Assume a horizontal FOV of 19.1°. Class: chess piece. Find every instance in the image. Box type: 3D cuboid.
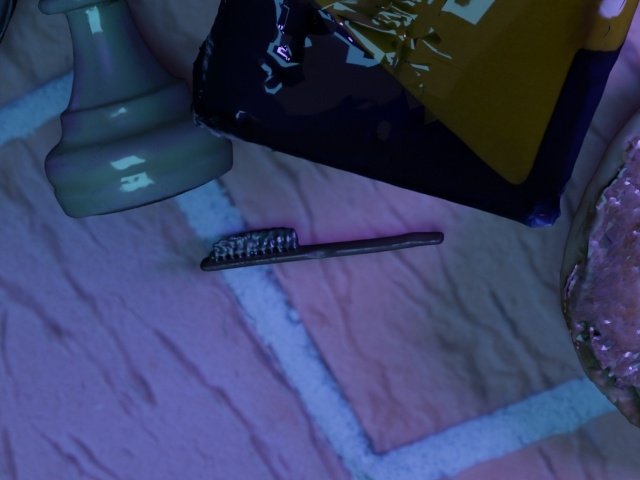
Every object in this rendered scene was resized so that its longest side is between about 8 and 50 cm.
[{"bbox_3d":[-0.159,-0.162,1.375,0.139,0.139,0.272,-12,102,12],"label":"chess piece"}]

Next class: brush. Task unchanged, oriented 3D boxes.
[{"bbox_3d":[0.000,0.000,1.473,0.190,0.034,0.027,-6,98,10],"label":"brush"}]

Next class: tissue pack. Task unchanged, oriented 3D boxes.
[{"bbox_3d":[0.098,-0.249,1.225,0.264,0.253,0.416,18,117,-2],"label":"tissue pack"}]

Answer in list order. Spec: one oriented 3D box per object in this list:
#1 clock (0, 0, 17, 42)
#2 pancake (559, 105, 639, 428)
[{"bbox_3d":[-0.352,-0.219,1.398,0.280,0.055,0.280,3,115,6],"label":"clock"},{"bbox_3d":[0.366,0.015,1.407,0.387,0.082,0.387,-1,117,-1],"label":"pancake"}]
